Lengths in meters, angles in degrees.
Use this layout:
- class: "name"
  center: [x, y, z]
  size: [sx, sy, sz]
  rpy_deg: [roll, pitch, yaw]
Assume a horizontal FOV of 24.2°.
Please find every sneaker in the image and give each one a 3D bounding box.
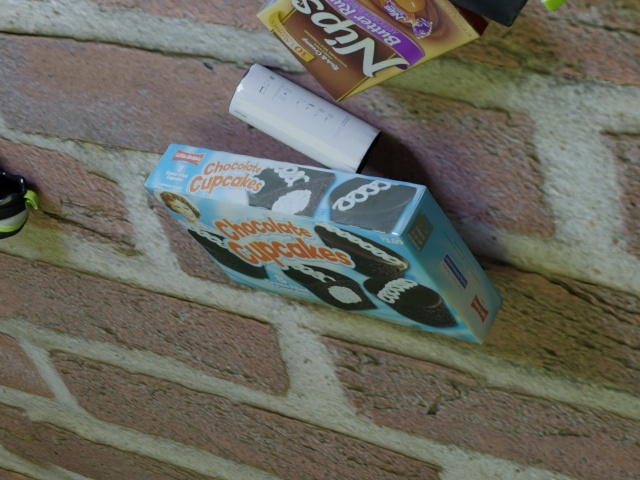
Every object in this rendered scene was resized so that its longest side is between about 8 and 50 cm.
- class: "sneaker"
  center: [-0.439, -0.085, 1.741]
  size: [0.234, 0.084, 0.097]
  rpy_deg: [21, 142, -9]

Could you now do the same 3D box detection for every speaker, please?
- class: "speaker"
  center: [-0.013, -0.109, 1.372]
  size: [0.136, 0.055, 0.055]
  rpy_deg: [29, 147, 6]

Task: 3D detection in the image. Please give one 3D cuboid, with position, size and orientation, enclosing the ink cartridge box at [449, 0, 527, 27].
- class: "ink cartridge box"
  center: [0.120, -0.290, 0.944]
  size: [0.165, 0.065, 0.333]
  rpy_deg: [23, 141, -4]

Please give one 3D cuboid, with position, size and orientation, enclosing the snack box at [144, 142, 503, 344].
- class: "snack box"
  center: [0.000, 0.000, 1.439]
  size: [0.322, 0.060, 0.187]
  rpy_deg: [12, 153, 39]

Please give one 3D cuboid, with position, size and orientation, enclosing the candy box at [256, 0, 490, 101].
- class: "candy box"
  center: [0.045, -0.190, 1.221]
  size: [0.109, 0.053, 0.186]
  rpy_deg: [45, 147, -19]

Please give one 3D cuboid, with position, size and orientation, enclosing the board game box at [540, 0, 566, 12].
- class: "board game box"
  center: [0.174, -0.321, 0.792]
  size: [0.233, 0.078, 0.347]
  rpy_deg: [40, 123, -15]
